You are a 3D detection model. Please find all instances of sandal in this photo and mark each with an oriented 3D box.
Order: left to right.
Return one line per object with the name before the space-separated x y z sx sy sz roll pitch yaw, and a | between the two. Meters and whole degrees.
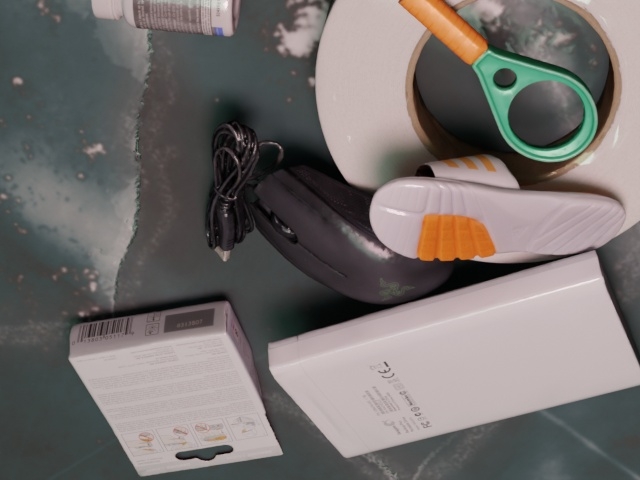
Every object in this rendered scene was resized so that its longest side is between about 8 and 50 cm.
sandal | 0.166 -0.036 1.401 0.265 0.076 0.102 4 136 -19

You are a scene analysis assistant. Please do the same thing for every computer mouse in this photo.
computer mouse | 0.000 0.000 1.458 0.272 0.072 0.188 22 141 7

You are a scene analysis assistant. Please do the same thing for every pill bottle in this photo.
pill bottle | -0.148 -0.242 1.390 0.137 0.078 0.078 6 120 3

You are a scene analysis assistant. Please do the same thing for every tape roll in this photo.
tape roll | 0.186 -0.161 1.404 0.391 0.072 0.392 3 119 5

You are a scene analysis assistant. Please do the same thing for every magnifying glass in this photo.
magnifying glass | 0.167 -0.160 1.352 0.231 0.026 0.092 40 116 -14

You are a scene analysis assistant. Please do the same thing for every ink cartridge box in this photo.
ink cartridge box | -0.162 0.173 1.653 0.189 0.066 0.232 -10 139 11

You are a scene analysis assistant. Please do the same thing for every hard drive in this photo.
hard drive | 0.151 0.130 1.534 0.353 0.047 0.233 -16 143 15
